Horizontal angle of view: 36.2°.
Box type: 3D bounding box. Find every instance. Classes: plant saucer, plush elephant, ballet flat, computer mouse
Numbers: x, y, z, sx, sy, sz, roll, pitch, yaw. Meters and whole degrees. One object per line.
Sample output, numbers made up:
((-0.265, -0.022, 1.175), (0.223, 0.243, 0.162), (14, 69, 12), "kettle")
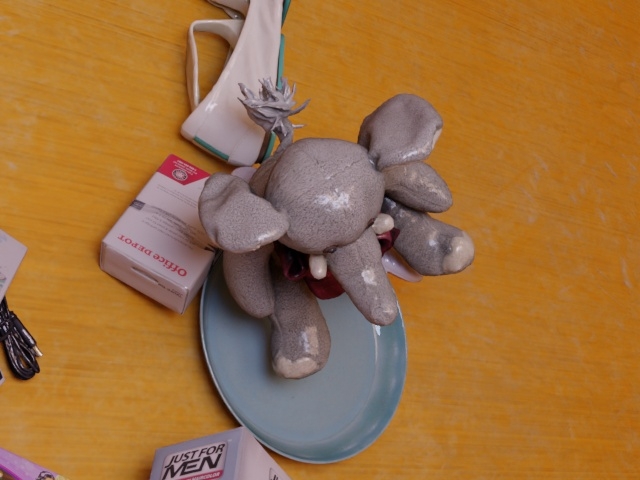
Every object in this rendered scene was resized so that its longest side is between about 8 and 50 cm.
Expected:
((-0.022, 0.116, 1.207), (0.317, 0.043, 0.318), (14, 66, -35), "plant saucer")
((0.014, -0.018, 1.001), (0.271, 0.255, 0.330), (-28, 103, -1), "plush elephant")
((-0.098, -0.281, 1.245), (0.139, 0.139, 0.401), (25, 60, -31), "ballet flat")
((-0.333, 0.119, 0.912), (0.106, 0.042, 0.193), (60, 20, -13), "computer mouse")

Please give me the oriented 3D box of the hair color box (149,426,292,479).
((-0.092, 0.385, 0.901), (0.185, 0.113, 0.375), (55, 28, -37), "hair color box")

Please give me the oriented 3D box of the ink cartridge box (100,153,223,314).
((-0.162, -0.008, 1.097), (0.109, 0.063, 0.150), (29, 54, 3), "ink cartridge box")

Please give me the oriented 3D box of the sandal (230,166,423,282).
((0.000, -0.006, 1.194), (0.265, 0.076, 0.102), (25, 27, -11), "sandal")

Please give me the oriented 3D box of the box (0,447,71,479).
((-0.312, 0.271, 0.848), (0.293, 0.057, 0.201), (34, 30, -26), "box")

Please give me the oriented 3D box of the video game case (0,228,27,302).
((-0.362, 0.013, 0.928), (0.143, 0.019, 0.157), (38, 26, -20), "video game case")
